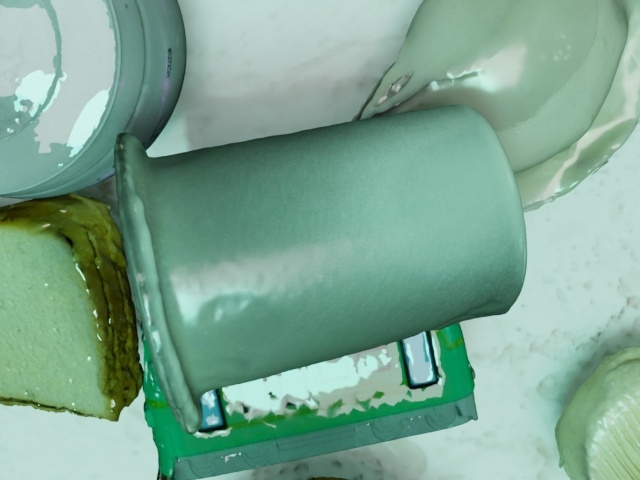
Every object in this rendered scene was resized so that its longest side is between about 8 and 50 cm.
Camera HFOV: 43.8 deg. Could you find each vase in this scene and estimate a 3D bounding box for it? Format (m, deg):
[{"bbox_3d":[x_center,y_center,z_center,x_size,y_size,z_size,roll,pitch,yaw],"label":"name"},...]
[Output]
[{"bbox_3d":[0.000,0.000,0.656,0.291,0.245,0.245,-14,105,-8],"label":"vase"}]

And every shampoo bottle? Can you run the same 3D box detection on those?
[{"bbox_3d":[-0.261,-0.171,0.705,0.273,0.266,0.273,0,105,-1],"label":"shampoo bottle"}]

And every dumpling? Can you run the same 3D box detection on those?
[{"bbox_3d":[0.206,-0.162,0.783,0.260,0.181,0.341,42,73,-30],"label":"dumpling"}]

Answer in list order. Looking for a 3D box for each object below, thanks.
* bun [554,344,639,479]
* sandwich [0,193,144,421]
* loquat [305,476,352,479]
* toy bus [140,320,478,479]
[{"bbox_3d":[0.364,0.215,0.896,0.220,0.134,0.220,-1,101,-4],"label":"bun"},{"bbox_3d":[-0.311,0.065,0.818,0.251,0.087,0.226,0,110,21],"label":"sandwich"},{"bbox_3d":[0.006,0.422,0.847,0.328,0.328,0.328,0,105,-2],"label":"loquat"},{"bbox_3d":[-0.021,0.113,0.830,0.343,0.183,0.199,-13,101,1],"label":"toy bus"}]
